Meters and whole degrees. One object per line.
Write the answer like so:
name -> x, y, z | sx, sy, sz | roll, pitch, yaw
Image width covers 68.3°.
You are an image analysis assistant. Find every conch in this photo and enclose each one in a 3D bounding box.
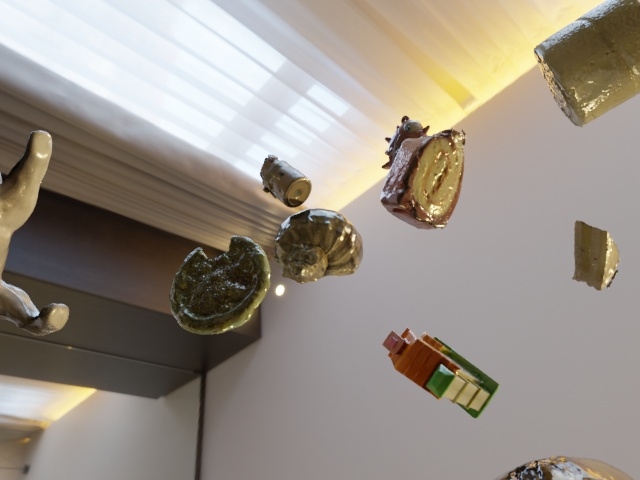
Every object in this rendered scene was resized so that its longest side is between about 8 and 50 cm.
conch -> -0.003, -0.010, 1.181 | 0.210, 0.159, 0.291 | 3, -138, 14

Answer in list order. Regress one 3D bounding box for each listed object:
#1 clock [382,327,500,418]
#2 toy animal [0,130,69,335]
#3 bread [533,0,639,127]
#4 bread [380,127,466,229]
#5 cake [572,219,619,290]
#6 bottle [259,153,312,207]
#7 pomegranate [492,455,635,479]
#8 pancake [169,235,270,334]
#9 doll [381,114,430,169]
clock -> 0.280, 0.305, 1.152 | 0.106, 0.255, 0.220 | -55, -136, 1
toy animal -> -0.570, -0.018, 0.726 | 0.302, 0.194, 0.345 | 3, -86, 26
bread -> 0.424, -0.270, 0.720 | 0.141, 0.148, 0.134 | -30, -157, 27
bread -> 0.241, -0.141, 1.070 | 0.123, 0.190, 0.244 | 8, -113, 55
cake -> 0.389, 0.019, 0.672 | 0.052, 0.121, 0.065 | 29, -98, 45
bottle -> -0.100, -0.155, 1.211 | 0.152, 0.099, 0.099 | 39, -78, 34
pomegranate -> 0.383, 0.481, 0.722 | 0.322, 0.322, 0.322 | -29, -131, 39
pancake -> -0.222, 0.094, 1.025 | 0.253, 0.037, 0.254 | -12, -129, 15
doll -> 0.286, -0.281, 1.530 | 0.211, 0.093, 0.262 | -4, -98, 52
